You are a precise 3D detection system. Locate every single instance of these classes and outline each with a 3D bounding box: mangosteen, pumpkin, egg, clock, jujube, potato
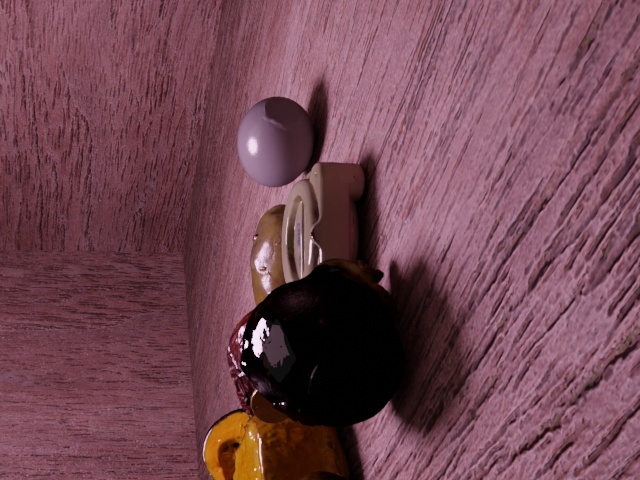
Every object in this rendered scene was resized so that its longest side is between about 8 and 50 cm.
[{"bbox_3d":[0.018,0.159,1.233,0.233,0.287,0.288,-145,57,-59],"label":"mangosteen"},{"bbox_3d":[-0.137,0.576,1.846,0.232,0.242,0.325,59,-163,-63],"label":"pumpkin"},{"bbox_3d":[-0.103,-0.218,1.753,0.232,0.176,0.176,102,161,-47],"label":"egg"},{"bbox_3d":[0.000,0.000,1.520,0.309,0.114,0.284,162,106,-75],"label":"clock"},{"bbox_3d":[-0.094,0.276,1.659,0.342,0.216,0.216,109,156,-46],"label":"jujube"},{"bbox_3d":[-0.095,0.065,1.782,0.191,0.141,0.296,-156,65,-75],"label":"potato"}]

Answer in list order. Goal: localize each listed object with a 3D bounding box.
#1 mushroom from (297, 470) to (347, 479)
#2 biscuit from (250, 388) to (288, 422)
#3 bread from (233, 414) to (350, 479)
[{"bbox_3d":[-0.032,0.522,1.210,0.334,0.356,0.331,-74,3,-72],"label":"mushroom"},{"bbox_3d":[-0.038,0.249,1.425,0.240,0.158,0.035,-44,15,17],"label":"biscuit"},{"bbox_3d":[-0.065,0.499,1.548,0.358,0.204,0.337,107,162,-48],"label":"bread"}]
